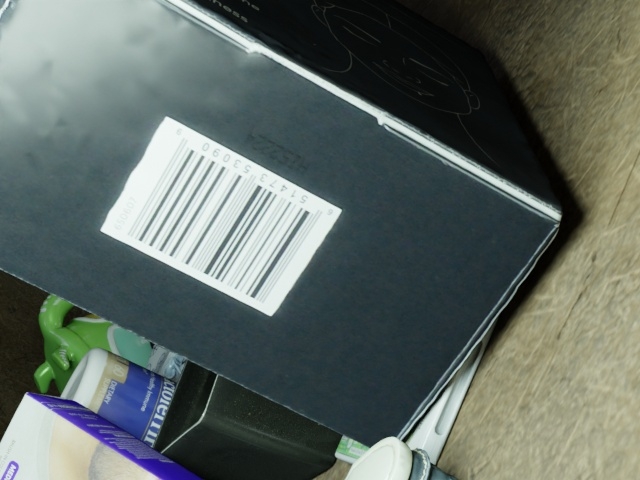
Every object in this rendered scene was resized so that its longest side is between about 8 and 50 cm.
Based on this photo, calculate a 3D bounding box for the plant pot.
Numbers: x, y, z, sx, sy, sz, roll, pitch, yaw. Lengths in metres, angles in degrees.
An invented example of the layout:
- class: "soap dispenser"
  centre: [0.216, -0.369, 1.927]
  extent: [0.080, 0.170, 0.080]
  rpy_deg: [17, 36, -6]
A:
- class: "plant pot"
  centre: [-0.065, 0.181, 1.340]
  extent: [0.187, 0.167, 0.188]
  rpy_deg: [-44, 24, 53]

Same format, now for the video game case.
- class: "video game case"
  centre: [0.092, 0.135, 1.149]
  extent: [0.193, 0.023, 0.212]
  rpy_deg: [-65, 13, -11]

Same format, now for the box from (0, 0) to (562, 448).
- class: "box"
  centre: [-0.073, -0.116, 1.167]
  extent: [0.297, 0.479, 0.472]
  rpy_deg: [-57, 14, 23]

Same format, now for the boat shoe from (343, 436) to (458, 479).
- class: "boat shoe"
  centre: [0.028, 0.256, 1.034]
  extent: [0.254, 0.079, 0.095]
  rpy_deg: [-49, 17, 36]

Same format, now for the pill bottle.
- class: "pill bottle"
  centre: [-0.202, 0.255, 1.498]
  extent: [0.153, 0.264, 0.153]
  rpy_deg: [-56, 16, 25]

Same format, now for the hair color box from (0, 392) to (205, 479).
- class: "hair color box"
  centre: [-0.200, 0.318, 1.230]
  extent: [0.185, 0.338, 0.110]
  rpy_deg: [-63, -21, -2]

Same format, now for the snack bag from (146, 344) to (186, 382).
- class: "snack bag"
  centre: [-0.186, 0.088, 1.856]
  extent: [0.342, 0.037, 0.323]
  rpy_deg: [-44, 22, 49]

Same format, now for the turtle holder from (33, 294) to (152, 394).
- class: "turtle holder"
  centre: [-0.420, 0.235, 2.299]
  extent: [0.227, 0.320, 0.243]
  rpy_deg: [-29, -29, -31]
